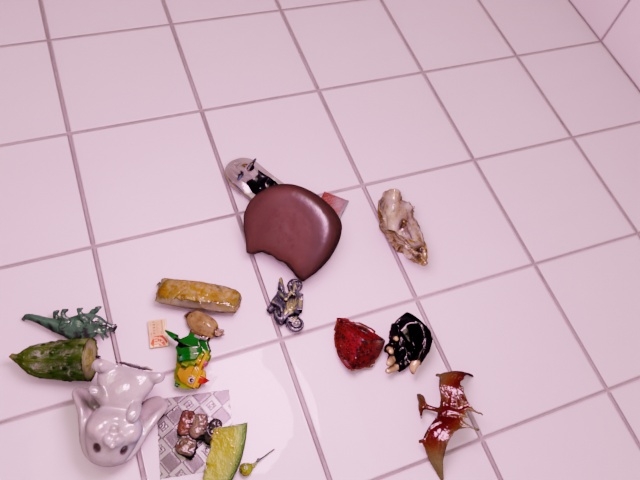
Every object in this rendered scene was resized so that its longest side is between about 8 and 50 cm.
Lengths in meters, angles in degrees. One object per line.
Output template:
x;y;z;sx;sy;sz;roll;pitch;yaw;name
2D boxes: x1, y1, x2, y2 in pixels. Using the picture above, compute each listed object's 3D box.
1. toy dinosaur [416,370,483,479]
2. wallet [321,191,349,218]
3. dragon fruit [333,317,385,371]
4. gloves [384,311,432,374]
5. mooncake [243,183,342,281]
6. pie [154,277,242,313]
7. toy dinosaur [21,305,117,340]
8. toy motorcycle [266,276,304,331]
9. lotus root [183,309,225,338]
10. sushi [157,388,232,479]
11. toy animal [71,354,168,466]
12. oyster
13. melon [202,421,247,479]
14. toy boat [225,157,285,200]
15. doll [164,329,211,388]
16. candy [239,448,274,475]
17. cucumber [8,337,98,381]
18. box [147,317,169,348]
0.401;0.557;1.877;0.206;0.113;0.328;-14;49;12;toy dinosaur
0.023;-0.090;2.220;0.103;0.020;0.197;23;60;4;wallet
0.110;0.334;1.963;0.161;0.120;0.127;38;101;40;dragon fruit
0.268;0.345;1.953;0.164;0.124;0.203;40;75;23;gloves
-0.090;-0.027;2.042;0.325;0.174;0.334;-6;93;11;mooncake
-0.397;0.175;1.955;0.282;0.068;0.129;7;36;-1;pie
-0.768;0.240;1.850;0.291;0.079;0.120;19;94;-3;toy dinosaur
-0.117;0.211;1.999;0.124;0.061;0.194;1;62;-6;toy motorcycle
-0.370;0.269;1.921;0.151;0.063;0.072;26;49;10;lotus root
-0.364;0.555;1.764;0.219;0.047;0.232;-5;61;-12;sushi
-0.582;0.474;1.706;0.249;0.174;0.289;34;59;-2;toy animal
0.295;-0.037;2.186;0.166;0.110;0.341;-20;63;-26;oyster
-0.283;0.630;1.710;0.113;0.053;0.262;25;67;-11;melon
-0.225;-0.207;2.185;0.269;0.141;0.141;41;61;-2;toy boat
-0.399;0.359;1.838;0.134;0.106;0.187;-5;77;-3;doll
-0.183;0.640;1.758;0.122;0.035;0.035;-28;51;-31;candy
-0.786;0.347;1.772;0.244;0.134;0.134;2;60;-1;cucumber
-0.512;0.294;1.909;0.058;0.015;0.093;-6;61;-15;box
